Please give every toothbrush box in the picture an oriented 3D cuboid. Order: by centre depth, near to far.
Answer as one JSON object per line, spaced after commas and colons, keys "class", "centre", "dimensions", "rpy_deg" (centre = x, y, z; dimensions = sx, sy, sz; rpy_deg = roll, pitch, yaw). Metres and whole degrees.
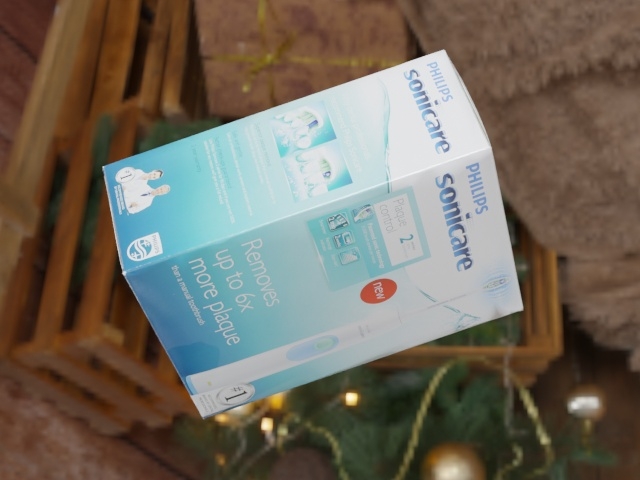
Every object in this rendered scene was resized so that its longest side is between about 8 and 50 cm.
{"class": "toothbrush box", "centre": [0.000, 0.000, 1.141], "dimensions": [0.295, 0.126, 0.216], "rpy_deg": [-19, 139, 0]}
